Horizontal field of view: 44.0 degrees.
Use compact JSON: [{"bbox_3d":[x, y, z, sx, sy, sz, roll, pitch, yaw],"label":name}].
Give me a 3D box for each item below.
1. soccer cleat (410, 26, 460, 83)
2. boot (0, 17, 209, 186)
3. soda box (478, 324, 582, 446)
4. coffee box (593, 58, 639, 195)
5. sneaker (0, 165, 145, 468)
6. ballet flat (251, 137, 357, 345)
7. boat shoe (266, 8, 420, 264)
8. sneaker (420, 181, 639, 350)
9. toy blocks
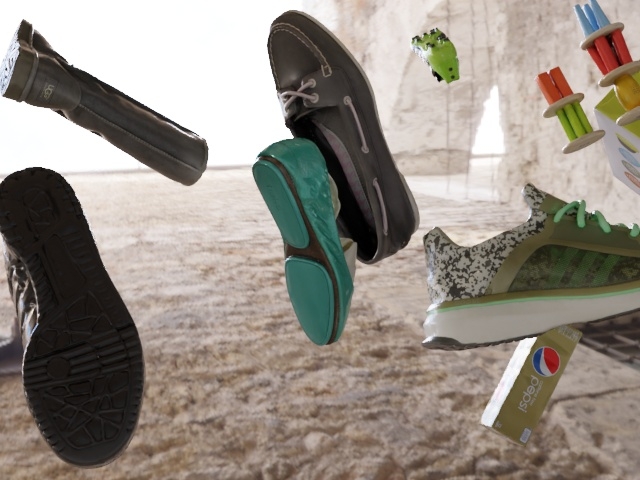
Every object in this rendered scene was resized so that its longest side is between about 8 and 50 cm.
[{"bbox_3d":[0.184,-0.294,1.267,0.060,0.179,0.072,-20,-68,6],"label":"soccer cleat"},{"bbox_3d":[-0.227,-0.144,0.834,0.208,0.190,0.076,19,-67,-30],"label":"boot"},{"bbox_3d":[0.295,0.194,1.118,0.058,0.061,0.181,31,-101,-3],"label":"soda box"},{"bbox_3d":[0.739,-0.198,1.389,0.338,0.337,0.334,-47,-30,5],"label":"coffee box"},{"bbox_3d":[-0.121,0.032,0.382,0.051,0.089,0.170,-15,-113,-18],"label":"sneaker"},{"bbox_3d":[0.000,0.000,0.860,0.087,0.083,0.247,-36,-56,-33],"label":"ballet flat"},{"bbox_3d":[0.019,-0.125,0.988,0.095,0.112,0.335,-42,-73,-45],"label":"boat shoe"},{"bbox_3d":[0.299,0.007,0.927,0.410,0.158,0.182,-15,-99,9],"label":"sneaker"},{"bbox_3d":[0.305,-0.192,0.918,0.054,0.123,0.148,-5,-110,-57],"label":"toy blocks"}]
